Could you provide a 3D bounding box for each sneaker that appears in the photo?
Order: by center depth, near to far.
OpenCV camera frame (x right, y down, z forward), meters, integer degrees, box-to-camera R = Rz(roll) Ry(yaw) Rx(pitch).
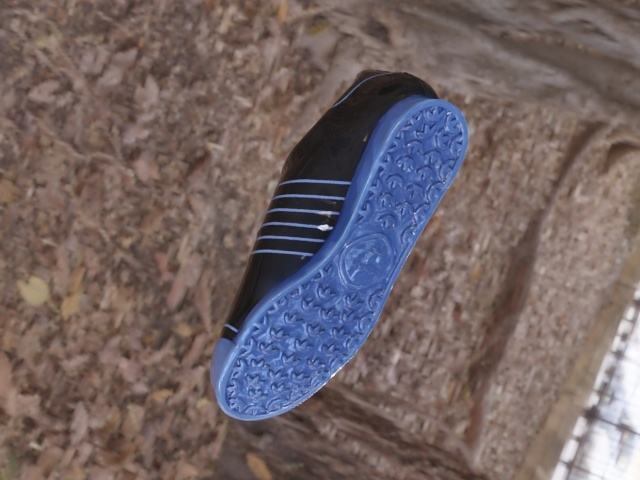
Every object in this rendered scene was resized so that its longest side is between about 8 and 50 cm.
[{"bbox_3d":[0.000,0.000,0.687,0.081,0.090,0.232,30,98,-34],"label":"sneaker"}]
